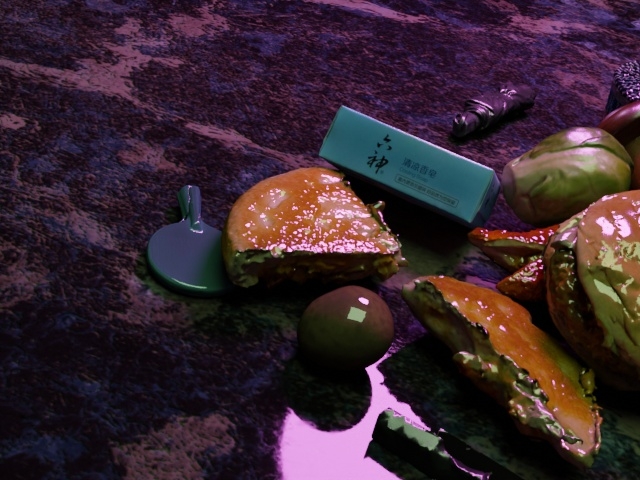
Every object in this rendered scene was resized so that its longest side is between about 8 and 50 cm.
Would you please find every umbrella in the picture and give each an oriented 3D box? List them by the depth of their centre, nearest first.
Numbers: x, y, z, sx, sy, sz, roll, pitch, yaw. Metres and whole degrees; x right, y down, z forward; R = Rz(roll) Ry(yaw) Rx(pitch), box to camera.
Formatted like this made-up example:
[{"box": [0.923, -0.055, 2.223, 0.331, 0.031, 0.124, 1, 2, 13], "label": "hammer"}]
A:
[{"box": [0.295, -0.225, 1.726, 0.066, 0.059, 0.235, 15, 28, 32], "label": "umbrella"}]

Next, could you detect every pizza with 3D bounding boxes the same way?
[{"box": [0.224, 0.146, 1.138, 0.189, 0.071, 0.297, 9, 28, -45], "label": "pizza"}, {"box": [0.000, 0.000, 1.256, 0.228, 0.081, 0.289, 19, 30, 10], "label": "pizza"}]

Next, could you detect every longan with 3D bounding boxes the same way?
[{"box": [0.026, 0.097, 1.120, 0.113, 0.092, 0.113, -8, 35, 6], "label": "longan"}]

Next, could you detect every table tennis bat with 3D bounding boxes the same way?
[{"box": [-0.155, -0.002, 1.247, 0.124, 0.033, 0.201, 6, 37, -18], "label": "table tennis bat"}]

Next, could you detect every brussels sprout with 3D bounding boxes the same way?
[{"box": [0.353, -0.088, 1.409, 0.183, 0.145, 0.131, -4, 79, -33], "label": "brussels sprout"}]

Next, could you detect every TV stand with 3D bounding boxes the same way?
[{"box": [0.163, 0.244, 1.006, 0.249, 0.036, 0.042, 29, 37, 21], "label": "TV stand"}]

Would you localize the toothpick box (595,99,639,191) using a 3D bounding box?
[{"box": [0.514, -0.079, 1.488, 0.192, 0.192, 0.294, -1, 42, -23], "label": "toothpick box"}]

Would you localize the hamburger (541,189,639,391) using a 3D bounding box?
[{"box": [0.408, 0.060, 1.217, 0.283, 0.144, 0.260, -21, 80, -28], "label": "hamburger"}]

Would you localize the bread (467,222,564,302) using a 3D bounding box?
[{"box": [0.329, 0.025, 1.327, 0.268, 0.095, 0.139, 5, 36, -32], "label": "bread"}]

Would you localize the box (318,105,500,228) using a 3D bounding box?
[{"box": [0.127, -0.097, 1.398, 0.232, 0.083, 0.142, 24, 1, 15], "label": "box"}]

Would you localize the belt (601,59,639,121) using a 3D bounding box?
[{"box": [0.601, -0.199, 1.717, 0.207, 0.150, 0.257, -13, 40, -20], "label": "belt"}]
